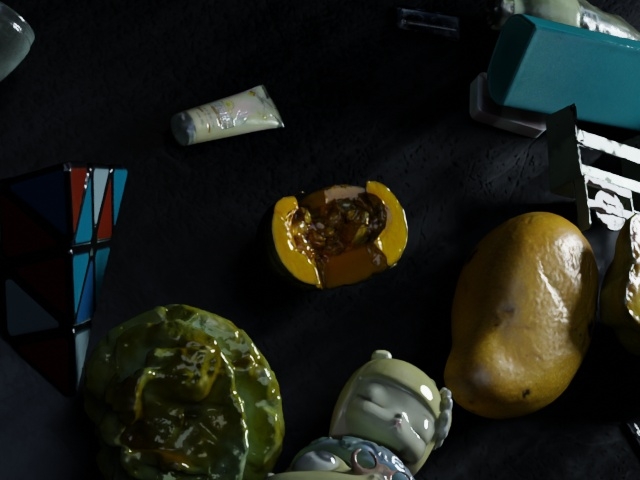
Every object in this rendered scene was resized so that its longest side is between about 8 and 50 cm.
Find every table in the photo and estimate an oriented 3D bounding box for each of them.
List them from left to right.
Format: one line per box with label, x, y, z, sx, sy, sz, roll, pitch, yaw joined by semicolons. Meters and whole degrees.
table;0.363;-0.070;1.737;0.146;0.062;0.175;14;64;-34

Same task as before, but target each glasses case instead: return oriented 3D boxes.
glasses case;0.361;-0.215;1.782;0.301;0.117;0.070;7;28;-31

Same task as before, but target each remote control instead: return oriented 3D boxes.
remote control;0.144;-0.288;1.801;0.096;0.014;0.039;8;64;-17

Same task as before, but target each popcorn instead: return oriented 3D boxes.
popcorn;-0.137;0.174;1.379;0.204;0.184;0.221;-28;93;-17

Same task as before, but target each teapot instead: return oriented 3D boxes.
teapot;-0.401;-0.221;1.496;0.149;0.111;0.108;29;73;-14

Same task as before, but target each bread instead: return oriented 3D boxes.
bread;0.411;0.078;1.664;0.233;0.088;0.160;42;42;-40

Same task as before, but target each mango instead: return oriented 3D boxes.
mango;0.231;0.094;1.600;0.177;0.120;0.295;38;60;-11

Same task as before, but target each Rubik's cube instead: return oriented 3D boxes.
Rubik's cube;-0.268;0.043;1.401;0.284;0.250;0.234;-12;91;-31

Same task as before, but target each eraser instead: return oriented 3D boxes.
eraser;0.247;-0.177;1.784;0.105;0.026;0.065;14;64;-17

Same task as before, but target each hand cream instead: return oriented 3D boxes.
hand cream;-0.111;-0.145;1.620;0.143;0.039;0.061;-20;73;-33

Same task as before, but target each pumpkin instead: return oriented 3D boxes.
pumpkin;0.000;0.000;1.555;0.183;0.108;0.119;-9;77;-33

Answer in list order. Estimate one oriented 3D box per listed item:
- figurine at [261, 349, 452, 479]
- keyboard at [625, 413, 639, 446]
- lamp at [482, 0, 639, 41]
figurine;0.020;0.260;1.361;0.227;0.274;0.394;34;41;-4
keyboard;0.443;0.294;1.654;0.064;0.010;0.198;-23;77;-28
lamp;0.328;-0.284;1.825;0.250;0.101;0.101;9;64;-23
